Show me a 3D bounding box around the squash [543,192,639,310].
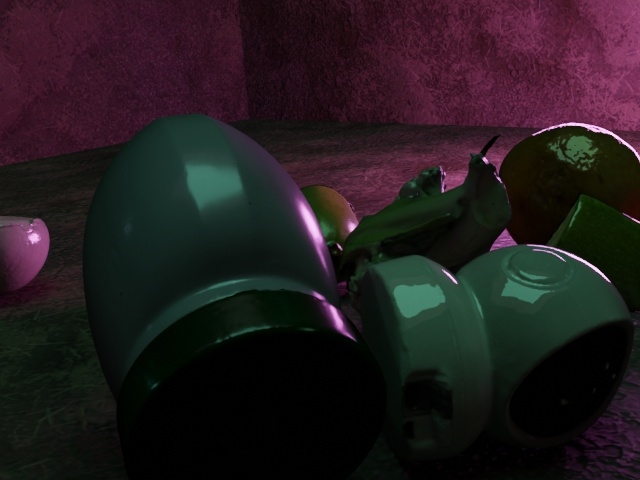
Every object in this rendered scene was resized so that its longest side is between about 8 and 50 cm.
[{"bbox_3d":[0.416,0.072,1.119,0.252,0.169,0.093,31,23,2],"label":"squash"}]

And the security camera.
[{"bbox_3d":[0.168,0.096,0.770,0.236,0.194,0.194,-7,15,-9],"label":"security camera"}]

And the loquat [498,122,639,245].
[{"bbox_3d":[0.381,-0.068,1.262,0.193,0.238,0.238,-7,15,-25],"label":"loquat"}]

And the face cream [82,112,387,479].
[{"bbox_3d":[-0.101,0.056,0.763,0.220,0.312,0.357,-8,35,-17],"label":"face cream"}]

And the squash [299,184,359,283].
[{"bbox_3d":[0.000,0.000,1.294,0.133,0.132,0.247,-5,16,-1],"label":"squash"}]

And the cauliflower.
[{"bbox_3d":[0.150,0.005,0.986,0.256,0.239,0.315,-16,-25,-32],"label":"cauliflower"}]

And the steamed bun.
[{"bbox_3d":[-0.552,0.025,1.347,0.228,0.130,0.177,2,6,25],"label":"steamed bun"}]
